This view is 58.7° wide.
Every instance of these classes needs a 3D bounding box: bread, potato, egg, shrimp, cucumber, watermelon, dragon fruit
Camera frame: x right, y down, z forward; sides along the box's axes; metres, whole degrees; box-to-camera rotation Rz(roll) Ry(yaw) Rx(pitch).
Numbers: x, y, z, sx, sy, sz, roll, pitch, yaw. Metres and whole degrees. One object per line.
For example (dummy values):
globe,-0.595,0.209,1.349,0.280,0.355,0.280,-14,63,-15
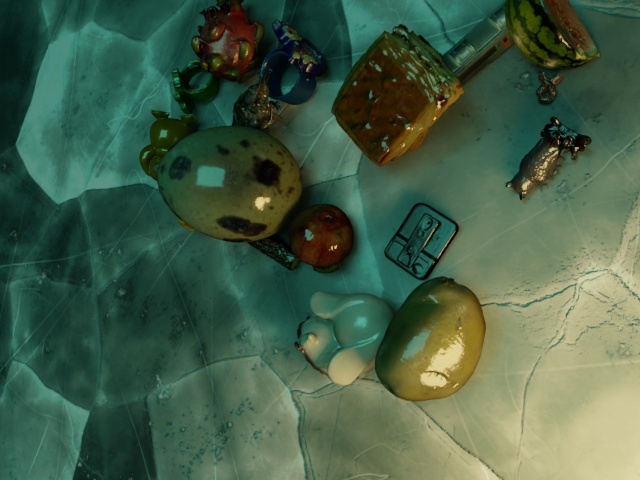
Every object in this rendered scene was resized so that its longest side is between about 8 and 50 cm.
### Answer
bread,0.213,-0.392,1.569,0.277,0.167,0.324,52,126,16
potato,0.282,0.257,1.426,0.243,0.221,0.326,37,86,-17
egg,-0.266,-0.170,1.689,0.427,0.345,0.345,10,87,-12
shrimp,-0.185,-0.399,1.776,0.372,0.172,0.137,-30,74,59
cucumber,-0.184,0.002,1.808,0.293,0.067,0.068,30,97,28
watermelon,0.555,-0.547,1.397,0.159,0.128,0.304,-32,93,14
dragon fruit,-0.312,-0.671,1.876,0.243,0.227,0.307,-38,65,13

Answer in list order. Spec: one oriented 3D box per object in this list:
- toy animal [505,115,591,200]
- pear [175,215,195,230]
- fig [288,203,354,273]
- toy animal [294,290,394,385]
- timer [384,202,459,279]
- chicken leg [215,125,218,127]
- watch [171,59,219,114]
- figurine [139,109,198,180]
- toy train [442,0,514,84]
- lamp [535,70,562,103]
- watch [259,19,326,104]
toy animal,0.556,-0.195,1.417,0.121,0.117,0.210,40,100,19
pear,-0.407,-0.121,1.897,0.177,0.178,0.178,-4,81,27
fig,-0.001,-0.001,1.655,0.205,0.205,0.205,-4,81,27
toy animal,0.060,0.246,1.584,0.289,0.174,0.249,-49,65,15
timer,0.275,0.000,1.571,0.144,0.055,0.187,36,100,27
chicken leg,-0.354,-0.303,1.943,0.093,0.070,0.178,0,74,22
watch,-0.429,-0.537,1.992,0.151,0.131,0.165,-17,71,6
figurine,-0.521,-0.322,1.981,0.215,0.215,0.228,-13,63,26
toy train,0.475,-0.563,1.526,0.409,0.089,0.086,-40,62,18
lamp,0.586,-0.396,1.476,0.063,0.031,0.083,16,95,29
watch,-0.099,-0.539,1.792,0.200,0.171,0.196,-43,58,29
